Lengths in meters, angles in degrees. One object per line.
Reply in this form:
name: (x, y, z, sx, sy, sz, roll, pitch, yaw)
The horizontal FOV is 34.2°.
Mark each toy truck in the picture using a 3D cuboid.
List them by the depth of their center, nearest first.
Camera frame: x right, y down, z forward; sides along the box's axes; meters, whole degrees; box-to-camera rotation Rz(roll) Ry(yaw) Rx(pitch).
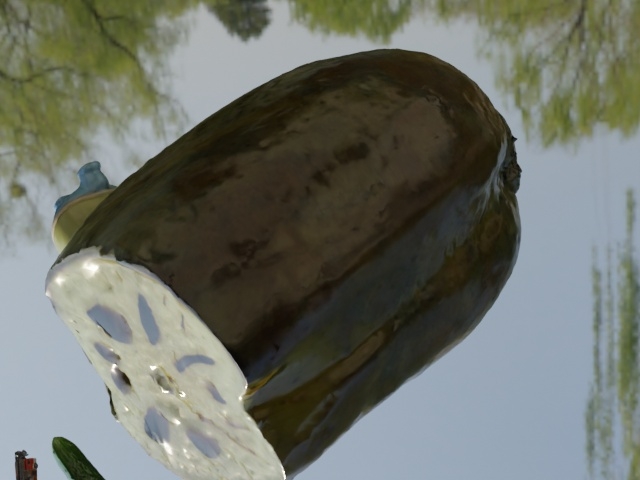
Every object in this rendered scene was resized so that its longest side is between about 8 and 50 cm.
toy truck: (-0.413, 0.336, 1.462, 0.024, 0.083, 0.032, -14, 162, 27)

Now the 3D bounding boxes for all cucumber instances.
cucumber: (-0.277, 0.300, 1.265, 0.155, 0.037, 0.037, 46, -134, 17)

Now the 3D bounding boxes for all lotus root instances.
lotus root: (0.000, 0.000, 0.746, 0.346, 0.251, 0.250, -35, -146, -29)

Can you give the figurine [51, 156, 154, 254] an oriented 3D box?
figurine: (-0.203, -0.008, 1.198, 0.262, 0.180, 0.154, 42, -173, 25)
